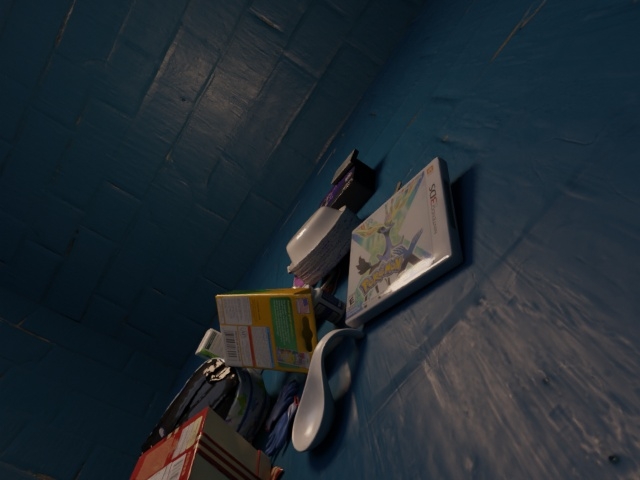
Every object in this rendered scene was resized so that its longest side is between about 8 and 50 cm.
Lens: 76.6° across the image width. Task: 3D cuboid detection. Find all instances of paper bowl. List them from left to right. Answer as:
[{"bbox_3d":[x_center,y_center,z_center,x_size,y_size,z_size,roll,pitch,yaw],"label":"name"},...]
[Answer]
[{"bbox_3d":[0.000,0.000,1.340,0.284,0.148,0.284,-48,5,6],"label":"paper bowl"}]

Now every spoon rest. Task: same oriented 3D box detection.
[{"bbox_3d":[0.004,0.309,0.871,0.137,0.084,0.276,-34,27,61],"label":"spoon rest"}]

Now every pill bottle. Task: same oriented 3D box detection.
[{"bbox_3d":[0.003,0.170,1.099,0.067,0.120,0.067,-53,13,19],"label":"pill bottle"}]

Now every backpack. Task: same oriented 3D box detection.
[{"bbox_3d":[-0.312,0.515,1.167,0.290,0.274,0.354,16,84,49],"label":"backpack"}]

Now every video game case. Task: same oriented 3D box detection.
[{"bbox_3d":[0.172,0.007,0.927,0.329,0.036,0.299,-44,27,41],"label":"video game case"}]

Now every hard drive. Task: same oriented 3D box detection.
[{"bbox_3d":[0.095,-0.283,1.570,0.135,0.022,0.094,-47,15,42],"label":"hard drive"}]

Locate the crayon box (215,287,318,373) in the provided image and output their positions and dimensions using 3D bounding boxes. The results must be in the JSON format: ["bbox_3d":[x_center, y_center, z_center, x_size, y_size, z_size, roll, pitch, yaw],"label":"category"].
[{"bbox_3d":[-0.123,0.233,1.072,0.323,0.202,0.083,-6,3,33],"label":"crayon box"}]

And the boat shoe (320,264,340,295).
[{"bbox_3d":[0.030,0.119,1.290,0.049,0.043,0.136,-51,14,38],"label":"boat shoe"}]

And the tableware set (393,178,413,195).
[{"bbox_3d":[0.220,-0.066,1.031,0.128,0.039,0.194,0,64,62],"label":"tableware set"}]

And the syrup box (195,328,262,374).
[{"bbox_3d":[-0.322,0.419,1.475,0.096,0.237,0.093,-39,24,57],"label":"syrup box"}]

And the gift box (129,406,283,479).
[{"bbox_3d":[-0.236,0.553,0.853,0.277,0.258,0.255,-35,16,11],"label":"gift box"}]

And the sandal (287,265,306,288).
[{"bbox_3d":[-0.083,0.085,1.646,0.169,0.102,0.416,-56,14,13],"label":"sandal"}]

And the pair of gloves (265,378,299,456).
[{"bbox_3d":[-0.098,0.456,1.050,0.159,0.023,0.198,-60,12,2],"label":"pair of gloves"}]

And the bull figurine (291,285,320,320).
[{"bbox_3d":[-0.127,0.245,1.272,0.311,0.101,0.188,-23,21,7],"label":"bull figurine"}]

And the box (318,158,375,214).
[{"bbox_3d":[0.094,-0.161,1.567,0.261,0.103,0.184,-50,18,33],"label":"box"}]
